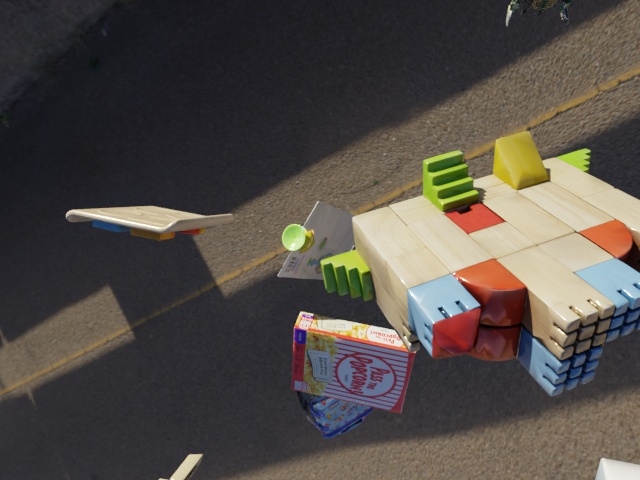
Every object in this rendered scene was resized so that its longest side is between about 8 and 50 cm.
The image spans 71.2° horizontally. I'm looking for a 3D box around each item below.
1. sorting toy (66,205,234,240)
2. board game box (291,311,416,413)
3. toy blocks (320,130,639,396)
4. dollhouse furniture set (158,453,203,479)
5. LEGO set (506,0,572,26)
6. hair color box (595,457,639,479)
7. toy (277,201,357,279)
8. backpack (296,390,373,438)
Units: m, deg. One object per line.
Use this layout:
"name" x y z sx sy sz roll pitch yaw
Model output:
"sorting toy" -0.284 -0.032 0.771 0.209 0.193 0.038 6 98 17
"board game box" 0.052 0.205 0.748 0.194 0.045 0.146 9 122 9
"toy blocks" 0.218 0.035 0.482 0.382 0.260 0.190 -17 126 -10
"dollhouse furniture set" -0.186 0.366 0.660 0.081 0.114 0.090 27 118 10
"LEGO set" 0.151 -0.180 0.310 0.054 0.083 0.023 -21 57 24
"hair color box" 0.390 0.282 0.267 0.375 0.185 0.113 2 118 21
"toy" 0.000 0.000 0.806 0.056 0.237 0.136 31 98 22
"backpack" 0.040 0.354 0.969 0.117 0.158 0.173 43 150 53
